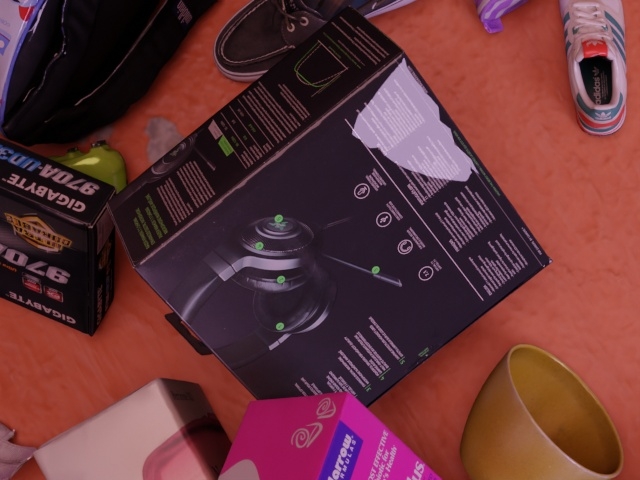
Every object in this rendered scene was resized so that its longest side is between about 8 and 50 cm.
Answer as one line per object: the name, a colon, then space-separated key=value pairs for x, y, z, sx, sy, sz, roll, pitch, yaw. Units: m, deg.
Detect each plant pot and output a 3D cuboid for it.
plant pot: x=0.173 y=0.168 z=1.155 sx=0.095 sy=0.134 sz=0.134 roll=-45 pitch=77 yaw=26

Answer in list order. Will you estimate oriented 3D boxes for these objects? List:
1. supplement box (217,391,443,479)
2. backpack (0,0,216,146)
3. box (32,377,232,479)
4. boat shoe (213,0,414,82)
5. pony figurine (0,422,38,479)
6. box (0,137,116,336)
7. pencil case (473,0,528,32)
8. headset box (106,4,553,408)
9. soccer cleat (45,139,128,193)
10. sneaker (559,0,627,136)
supplement box: x=0.028 y=0.227 z=1.091 sx=0.114 sy=0.220 sz=0.111 roll=-12 pitch=45 yaw=42
backpack: x=-0.245 y=-0.221 z=1.205 sx=0.213 sy=0.276 sz=0.263 roll=24 pitch=93 yaw=16
box: x=-0.117 y=0.247 z=1.167 sx=0.126 sy=0.148 sz=0.232 roll=-31 pitch=79 yaw=3
boat shoe: x=-0.003 y=-0.214 z=1.242 sx=0.228 sy=0.076 sz=0.080 roll=-21 pitch=80 yaw=14
pony figurine: x=-0.480 y=0.207 z=1.189 sx=0.351 sy=0.303 sz=0.364 roll=30 pitch=103 yaw=18
box: x=-0.287 y=-0.020 z=1.211 sx=0.220 sy=0.175 sz=0.051 roll=23 pitch=54 yaw=6
pencil case: x=0.129 y=-0.296 z=1.241 sx=0.088 sy=0.086 sz=0.206 roll=-41 pitch=72 yaw=41
headset box: x=0.000 y=0.000 z=1.132 sx=0.283 sy=0.131 sz=0.246 roll=-40 pitch=121 yaw=2
soccer cleat: x=-0.265 y=-0.042 z=1.278 sx=0.178 sy=0.060 sz=0.072 roll=-11 pitch=97 yaw=8
sneaker: x=0.243 y=-0.176 z=1.208 sx=0.057 sy=0.075 sz=0.161 roll=-5 pitch=82 yaw=8
